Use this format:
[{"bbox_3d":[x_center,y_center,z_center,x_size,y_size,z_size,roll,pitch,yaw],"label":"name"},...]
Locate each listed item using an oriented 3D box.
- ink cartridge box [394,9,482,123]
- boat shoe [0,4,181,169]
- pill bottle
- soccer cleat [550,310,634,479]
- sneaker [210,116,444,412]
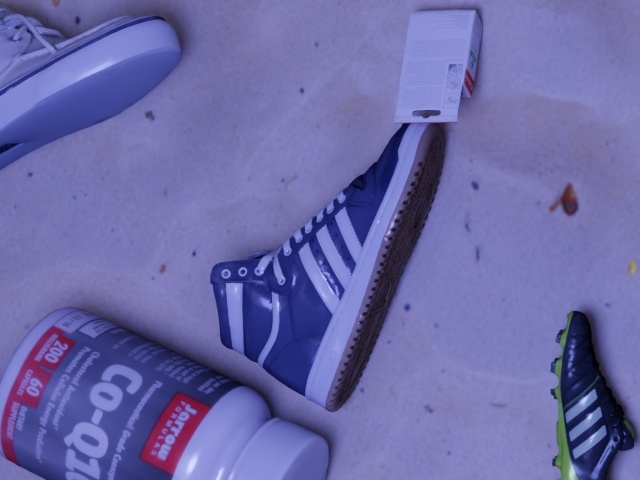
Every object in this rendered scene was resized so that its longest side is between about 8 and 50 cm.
[{"bbox_3d":[0.105,-0.150,1.688,0.062,0.029,0.115,1,66,21],"label":"ink cartridge box"},{"bbox_3d":[-0.304,-0.167,1.827,0.367,0.136,0.156,-26,78,29],"label":"boat shoe"},{"bbox_3d":[-0.147,0.185,1.742,0.283,0.161,0.161,23,99,20],"label":"pill bottle"},{"bbox_3d":[0.239,0.149,1.652,0.072,0.060,0.179,0,97,12],"label":"soccer cleat"},{"bbox_3d":[0.000,0.000,1.717,0.153,0.099,0.282,25,102,18],"label":"sneaker"}]
